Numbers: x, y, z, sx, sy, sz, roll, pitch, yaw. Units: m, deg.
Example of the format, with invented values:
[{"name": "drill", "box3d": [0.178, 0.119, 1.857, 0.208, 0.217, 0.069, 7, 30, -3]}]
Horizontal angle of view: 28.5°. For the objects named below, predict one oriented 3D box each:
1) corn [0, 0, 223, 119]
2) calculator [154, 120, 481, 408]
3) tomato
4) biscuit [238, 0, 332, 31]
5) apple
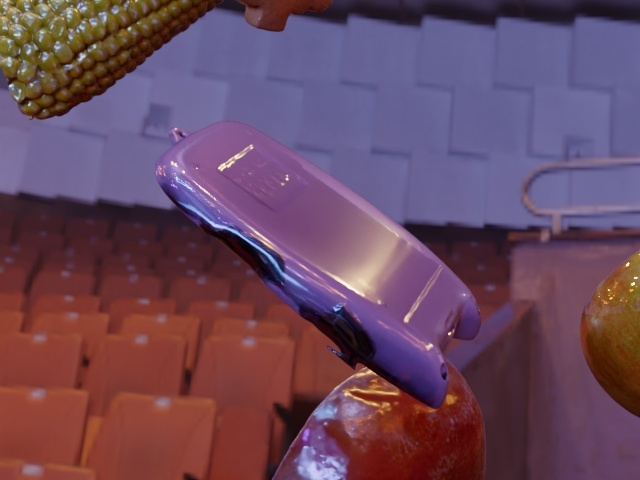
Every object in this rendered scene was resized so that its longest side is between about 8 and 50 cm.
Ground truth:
[{"name": "corn", "box3d": [-0.138, -0.262, 1.132, 0.387, 0.144, 0.144, -38, -15, -12]}, {"name": "calculator", "box3d": [0.001, -0.001, 0.982, 0.294, 0.194, 0.043, 38, -63, 3]}, {"name": "tomato", "box3d": [0.082, 0.287, 1.421, 0.144, 0.338, 0.338, 31, -8, 30]}, {"name": "biscuit", "box3d": [-0.051, -0.447, 1.767, 0.043, 0.306, 0.284, 16, 12, 35]}, {"name": "apple", "box3d": [0.365, 0.097, 1.271, 0.196, 0.196, 0.196, 5, -21, 2]}]
